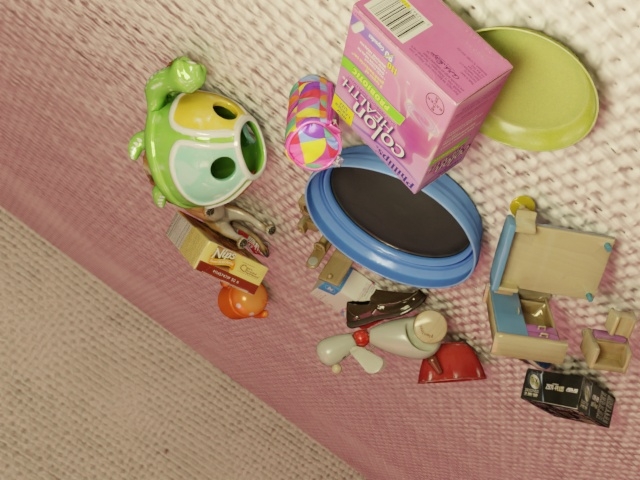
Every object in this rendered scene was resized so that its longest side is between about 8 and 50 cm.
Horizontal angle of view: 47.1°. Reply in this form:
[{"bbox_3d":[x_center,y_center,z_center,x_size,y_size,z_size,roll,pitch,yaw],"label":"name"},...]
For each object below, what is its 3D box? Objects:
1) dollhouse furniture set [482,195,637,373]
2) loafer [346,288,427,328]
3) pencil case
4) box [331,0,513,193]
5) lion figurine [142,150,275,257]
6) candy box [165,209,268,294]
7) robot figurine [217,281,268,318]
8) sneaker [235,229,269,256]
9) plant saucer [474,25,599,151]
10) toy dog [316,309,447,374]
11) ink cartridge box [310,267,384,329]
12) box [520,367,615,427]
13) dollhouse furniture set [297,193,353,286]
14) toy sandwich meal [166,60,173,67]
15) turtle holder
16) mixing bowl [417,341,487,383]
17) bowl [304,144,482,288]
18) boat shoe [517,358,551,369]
[{"bbox_3d":[0.461,0.056,1.397,0.286,0.198,0.303,8,119,3],"label":"dollhouse furniture set"},{"bbox_3d":[0.156,0.158,1.834,0.220,0.080,0.078,-19,90,17],"label":"loafer"},{"bbox_3d":[-0.009,-0.209,1.286,0.104,0.236,0.104,-1,123,-2],"label":"pencil case"},{"bbox_3d":[0.140,-0.231,1.114,0.213,0.117,0.243,49,159,15],"label":"box"},{"bbox_3d":[-0.292,-0.093,1.901,0.240,0.142,0.392,22,158,36],"label":"lion figurine"},{"bbox_3d":[-0.283,0.027,1.954,0.183,0.087,0.316,28,-178,-30],"label":"candy box"},{"bbox_3d":[-0.251,0.187,2.352,0.219,0.128,0.158,-18,87,58],"label":"robot figurine"},{"bbox_3d":[-0.186,0.005,2.058,0.067,0.042,0.118,16,157,39],"label":"sneaker"},{"bbox_3d":[0.301,-0.231,1.101,0.241,0.037,0.241,25,154,14],"label":"plant saucer"},{"bbox_3d":[0.175,0.284,1.841,0.333,0.161,0.220,-19,170,21],"label":"toy dog"},{"bbox_3d":[0.103,0.161,1.965,0.231,0.078,0.134,35,154,-6],"label":"ink cartridge box"},{"bbox_3d":[0.587,0.373,1.740,0.147,0.078,0.180,2,158,47],"label":"box"},{"bbox_3d":[0.000,0.000,1.745,0.144,0.123,0.151,21,152,23],"label":"dollhouse furniture set"},{"bbox_3d":[-0.301,-0.351,1.581,0.085,0.029,0.085,18,159,7],"label":"toy sandwich meal"},{"bbox_3d":[-0.246,-0.224,1.558,0.227,0.243,0.320,0,103,24],"label":"turtle holder"},{"bbox_3d":[0.340,0.320,1.920,0.181,0.098,0.181,-3,166,-1],"label":"mixing bowl"},{"bbox_3d":[0.154,-0.046,1.534,0.391,0.077,0.391,24,151,14],"label":"bowl"},{"bbox_3d":[0.462,0.247,1.726,0.183,0.066,0.066,42,154,-19],"label":"boat shoe"}]
